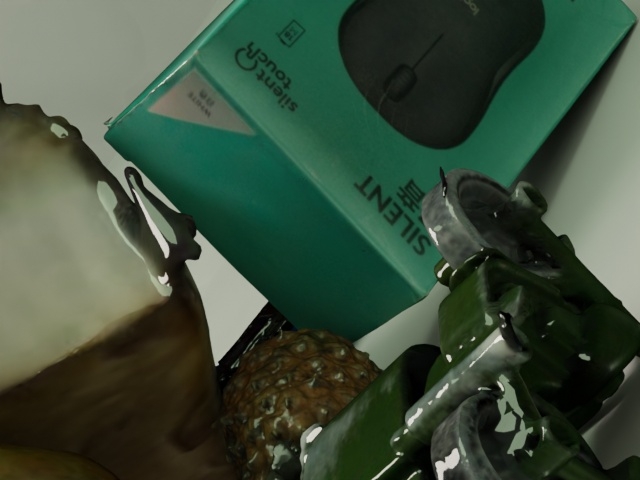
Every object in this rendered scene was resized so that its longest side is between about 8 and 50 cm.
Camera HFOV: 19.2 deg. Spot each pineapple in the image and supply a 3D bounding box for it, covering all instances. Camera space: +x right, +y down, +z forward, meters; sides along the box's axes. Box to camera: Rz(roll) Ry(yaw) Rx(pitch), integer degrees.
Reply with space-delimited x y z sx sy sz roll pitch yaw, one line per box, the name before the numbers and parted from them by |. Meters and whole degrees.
pineapple | -0.005 0.131 1.056 0.108 0.108 0.198 -48 22 20

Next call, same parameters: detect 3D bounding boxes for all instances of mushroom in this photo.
mushroom | -0.217 0.129 1.209 0.313 0.224 0.397 -31 -32 -14

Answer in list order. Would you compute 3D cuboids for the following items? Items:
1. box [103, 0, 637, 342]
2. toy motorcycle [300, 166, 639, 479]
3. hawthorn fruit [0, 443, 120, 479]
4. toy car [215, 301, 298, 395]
box | 0.041 -0.106 1.195 0.311 0.205 0.118 -49 7 -36
toy motorcycle | 0.061 0.104 0.849 0.205 0.127 0.275 -47 20 29
hawthorn fruit | -0.182 0.264 0.975 0.268 0.268 0.301 -36 34 52
toy car | -0.018 0.065 1.355 0.216 0.063 0.103 -50 12 -16
